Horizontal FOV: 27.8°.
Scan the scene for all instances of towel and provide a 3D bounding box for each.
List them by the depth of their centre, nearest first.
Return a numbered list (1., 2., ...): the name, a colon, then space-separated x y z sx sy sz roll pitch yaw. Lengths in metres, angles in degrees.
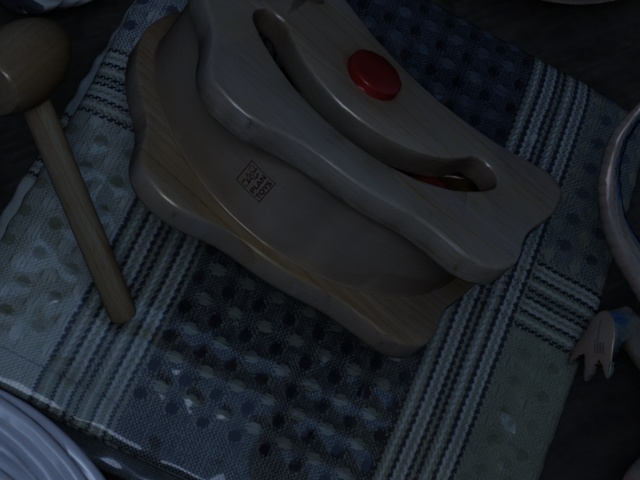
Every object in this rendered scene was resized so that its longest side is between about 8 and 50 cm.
1. towel: 0.000 0.000 0.699 0.312 0.056 0.324 27 67 -6

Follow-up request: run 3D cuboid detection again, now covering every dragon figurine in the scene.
1. dragon figurine: 0.218 0.073 0.685 0.144 0.085 0.289 -5 73 -36

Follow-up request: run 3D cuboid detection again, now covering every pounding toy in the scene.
1. pounding toy: -0.033 -0.043 0.637 0.270 0.155 0.154 32 38 -14

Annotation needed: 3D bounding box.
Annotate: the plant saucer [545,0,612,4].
1. plant saucer: 0.139 -0.229 0.802 0.199 0.036 0.198 4 72 -12

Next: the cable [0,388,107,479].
1. cable: -0.199 0.184 0.569 0.257 0.089 0.257 22 69 -3

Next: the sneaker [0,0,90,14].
1. sneaker: -0.197 -0.245 0.716 0.110 0.107 0.275 -34 87 -39
